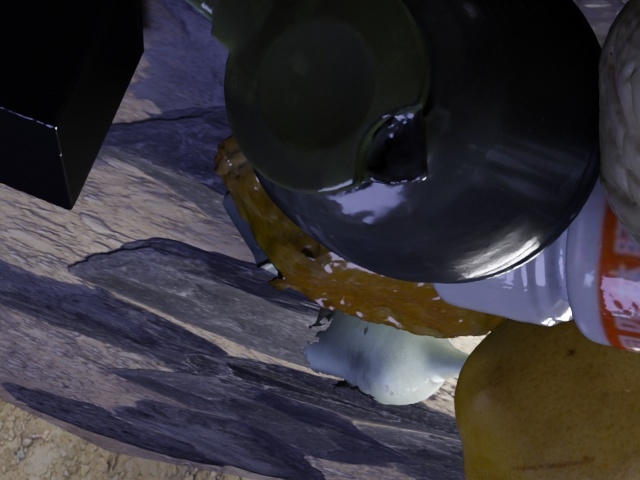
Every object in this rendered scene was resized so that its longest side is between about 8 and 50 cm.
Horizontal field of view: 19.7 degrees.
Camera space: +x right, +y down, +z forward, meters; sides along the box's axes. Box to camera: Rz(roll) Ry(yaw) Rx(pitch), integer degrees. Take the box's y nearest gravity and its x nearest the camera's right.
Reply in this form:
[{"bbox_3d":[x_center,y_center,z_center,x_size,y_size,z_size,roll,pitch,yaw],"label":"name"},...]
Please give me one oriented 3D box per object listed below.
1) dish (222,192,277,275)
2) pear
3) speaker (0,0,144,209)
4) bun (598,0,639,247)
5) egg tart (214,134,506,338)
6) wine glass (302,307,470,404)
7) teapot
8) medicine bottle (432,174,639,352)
[{"bbox_3d":[0.000,0.000,1.984,0.182,0.080,0.243,23,164,-17],"label":"dish"},{"bbox_3d":[0.295,0.196,1.932,0.314,0.314,0.314,17,164,5],"label":"pear"},{"bbox_3d":[-0.293,-0.175,1.539,0.254,0.184,0.232,21,164,2],"label":"speaker"},{"bbox_3d":[0.288,-0.071,1.158,0.244,0.153,0.244,9,129,11],"label":"bun"},{"bbox_3d":[0.062,-0.004,1.729,0.351,0.153,0.339,30,156,-34],"label":"egg tart"},{"bbox_3d":[0.133,0.136,2.197,0.321,0.143,0.143,5,160,42],"label":"wine glass"},{"bbox_3d":[0.035,-0.133,1.235,0.239,0.321,0.239,-25,164,24],"label":"teapot"},{"bbox_3d":[0.284,-0.012,1.389,0.371,0.211,0.211,10,162,24],"label":"medicine bottle"}]
